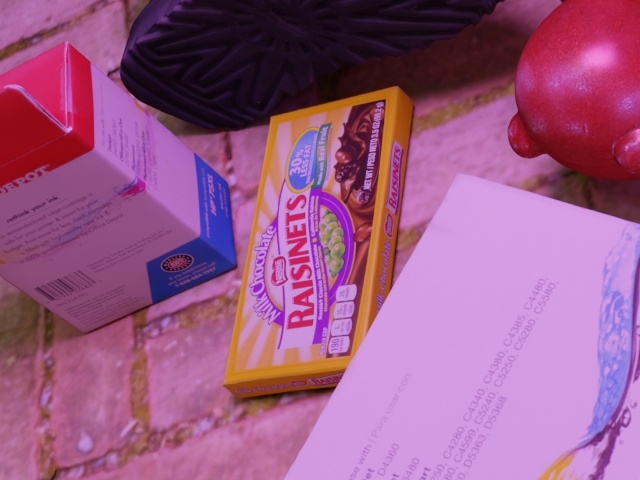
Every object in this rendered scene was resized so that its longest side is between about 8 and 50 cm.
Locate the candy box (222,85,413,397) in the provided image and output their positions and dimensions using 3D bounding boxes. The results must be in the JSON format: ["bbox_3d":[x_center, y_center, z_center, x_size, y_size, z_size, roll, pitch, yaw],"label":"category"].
[{"bbox_3d":[0.000,0.000,1.028,0.105,0.027,0.205,-12,55,33],"label":"candy box"}]

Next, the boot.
[{"bbox_3d":[0.030,-0.331,1.103,0.367,0.146,0.445,-17,49,47],"label":"boot"}]

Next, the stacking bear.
[{"bbox_3d":[0.202,-0.168,0.914,0.175,0.164,0.289,13,75,40],"label":"stacking bear"}]

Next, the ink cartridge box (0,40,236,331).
[{"bbox_3d":[-0.173,-0.040,1.034,0.134,0.231,0.078,-23,51,21],"label":"ink cartridge box"}]

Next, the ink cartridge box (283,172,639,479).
[{"bbox_3d":[0.159,0.124,0.717,0.270,0.198,0.197,20,75,41],"label":"ink cartridge box"}]
